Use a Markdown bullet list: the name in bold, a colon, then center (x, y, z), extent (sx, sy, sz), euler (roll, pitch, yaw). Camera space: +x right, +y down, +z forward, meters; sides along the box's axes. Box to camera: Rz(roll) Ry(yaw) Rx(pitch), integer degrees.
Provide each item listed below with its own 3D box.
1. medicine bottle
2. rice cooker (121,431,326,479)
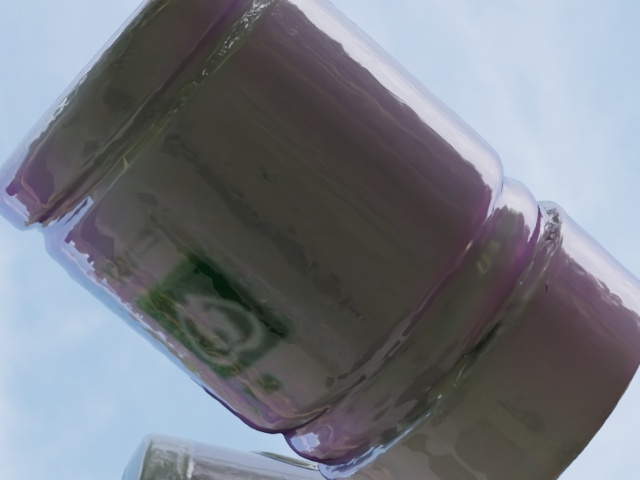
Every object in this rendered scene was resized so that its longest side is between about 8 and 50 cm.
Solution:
- **medicine bottle**: center (0.000, 0.000, 0.972), extent (0.325, 0.212, 0.212), euler (40, -73, -10)
- **rice cooker**: center (-0.077, 0.309, 1.441), extent (0.277, 0.288, 0.288), euler (12, -60, -4)
